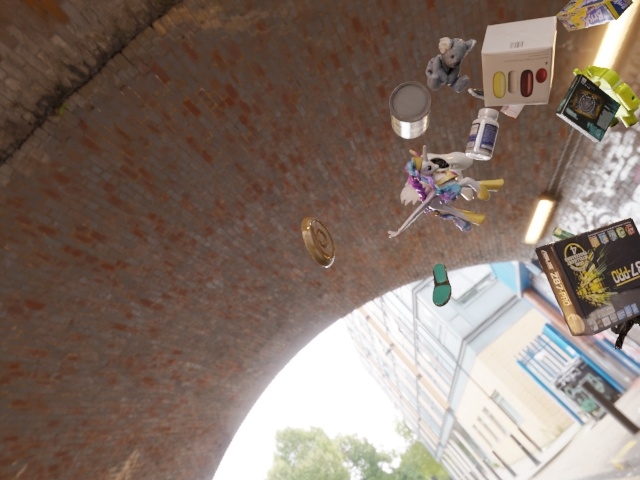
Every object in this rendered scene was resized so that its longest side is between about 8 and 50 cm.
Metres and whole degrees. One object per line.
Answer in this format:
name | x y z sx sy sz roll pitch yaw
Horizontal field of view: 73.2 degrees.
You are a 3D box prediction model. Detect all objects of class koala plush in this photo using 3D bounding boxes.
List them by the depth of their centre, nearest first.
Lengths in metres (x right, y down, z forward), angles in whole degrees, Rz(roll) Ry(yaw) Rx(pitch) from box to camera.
koala plush | 0.605 -0.845 2.012 0.196 0.203 0.221 -1 -30 -9

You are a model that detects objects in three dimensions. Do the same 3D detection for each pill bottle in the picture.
pill bottle | 0.594 -0.388 1.573 0.094 0.094 0.170 12 -88 -53

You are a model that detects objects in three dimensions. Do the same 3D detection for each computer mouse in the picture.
computer mouse | 1.160 0.278 1.654 0.184 0.060 0.262 -42 -66 -30

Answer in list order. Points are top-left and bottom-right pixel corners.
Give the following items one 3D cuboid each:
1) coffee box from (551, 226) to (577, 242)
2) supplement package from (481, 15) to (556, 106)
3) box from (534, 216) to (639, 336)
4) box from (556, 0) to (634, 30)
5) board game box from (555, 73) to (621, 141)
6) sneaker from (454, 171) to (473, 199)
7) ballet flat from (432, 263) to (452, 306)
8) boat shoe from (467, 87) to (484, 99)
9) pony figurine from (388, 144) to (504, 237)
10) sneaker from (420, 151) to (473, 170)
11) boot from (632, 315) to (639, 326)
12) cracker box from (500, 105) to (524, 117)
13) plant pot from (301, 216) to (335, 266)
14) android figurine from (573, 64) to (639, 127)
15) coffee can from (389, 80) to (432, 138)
coffee box | 1.001 0.006 1.742 0.040 0.113 0.184 -61 -32 3
supplement package | 0.617 -0.549 1.344 0.203 0.194 0.149 59 -135 -48
box | 0.968 0.118 1.481 0.394 0.318 0.097 -14 -9 -19
box | 0.661 -0.561 1.048 0.059 0.169 0.054 40 -82 -17
board game box | 0.799 -0.391 1.284 0.186 0.026 0.126 24 -83 -21
sneaker | 0.706 -0.288 2.232 0.094 0.212 0.080 -34 8 -6
ballet flat | 0.612 0.238 2.144 0.095 0.280 0.096 -13 -51 27
boat shoe | 0.761 -0.705 2.051 0.142 0.049 0.040 6 -43 -30
pony figurine | 0.434 -0.165 1.617 0.351 0.363 0.303 118 171 -47
sneaker | 0.595 -0.358 2.019 0.258 0.091 0.094 -2 -60 -5
boot | 1.384 0.235 1.775 0.131 0.348 0.260 -3 -57 -57
cracker box | 0.998 -0.730 2.138 0.232 0.067 0.156 -61 -2 24
plant pot | 0.000 0.000 1.870 0.032 0.236 0.236 -26 -25 25
android figurine | 1.003 -0.512 1.530 0.273 0.248 0.056 43 -86 -17
coffee can | 0.455 -0.653 2.185 0.201 0.201 0.275 -46 -10 6
